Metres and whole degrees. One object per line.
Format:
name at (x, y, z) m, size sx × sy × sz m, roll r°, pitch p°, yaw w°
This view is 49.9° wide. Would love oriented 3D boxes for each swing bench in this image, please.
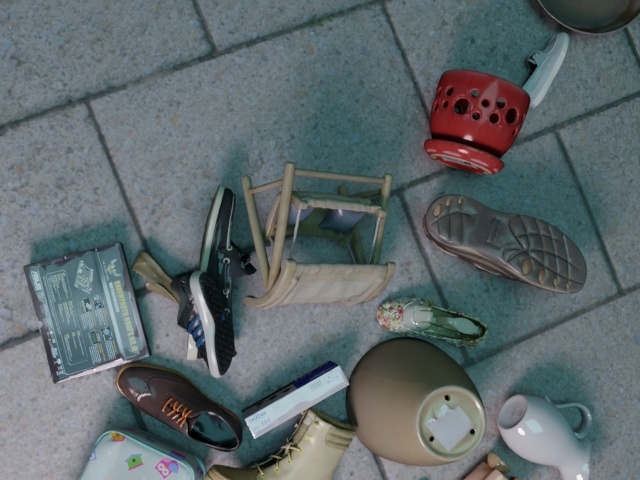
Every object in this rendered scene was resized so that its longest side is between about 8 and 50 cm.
swing bench at (0.000, 0.000, 1.300) m, size 0.253 × 0.165 × 0.255 m, roll 1°, pitch 83°, yaw -37°

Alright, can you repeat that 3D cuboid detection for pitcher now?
pitcher at (0.477, 0.387, 1.431) m, size 0.207 × 0.125 × 0.178 m, roll 37°, pitch 60°, yaw -16°

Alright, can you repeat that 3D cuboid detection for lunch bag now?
lunch bag at (-0.342, 0.502, 1.254) m, size 0.223 × 0.108 × 0.279 m, roll 21°, pitch 83°, yaw 8°

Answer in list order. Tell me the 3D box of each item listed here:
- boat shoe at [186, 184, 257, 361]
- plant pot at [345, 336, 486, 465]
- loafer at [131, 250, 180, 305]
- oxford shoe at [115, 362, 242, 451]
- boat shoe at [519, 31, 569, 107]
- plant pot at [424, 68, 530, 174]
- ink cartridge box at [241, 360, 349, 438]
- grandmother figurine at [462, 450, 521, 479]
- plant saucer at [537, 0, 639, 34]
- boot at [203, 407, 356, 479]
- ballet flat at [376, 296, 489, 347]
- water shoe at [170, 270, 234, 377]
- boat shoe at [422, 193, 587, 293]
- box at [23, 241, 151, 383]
boat shoe at (-0.181, 0.068, 1.327) m, size 0.112 × 0.127 × 0.340 m, roll 9°, pitch 86°, yaw -10°
plant pot at (0.201, 0.321, 1.299) m, size 0.256 × 0.274 × 0.257 m, roll 1°, pitch 86°, yaw -10°
loafer at (-0.311, 0.086, 1.341) m, size 0.050 × 0.056 × 0.148 m, roll -43°, pitch 83°, yaw -9°
oxford shoe at (-0.263, 0.314, 1.305) m, size 0.271 × 0.098 × 0.097 m, roll 29°, pitch 82°, yaw -8°
boat shoe at (0.483, -0.383, 1.513) m, size 0.063 × 0.066 × 0.184 m, roll 27°, pitch 91°, yaw -8°
plant pot at (0.313, -0.235, 1.410) m, size 0.191 × 0.191 × 0.174 m, roll 18°, pitch 92°, yaw -8°
ink cartridge box at (-0.051, 0.307, 1.346) m, size 0.207 × 0.097 × 0.046 m, roll -27°, pitch 91°, yaw -11°
grandmother figurine at (0.257, 0.579, 1.375) m, size 0.342 × 0.104 × 0.208 m, roll -42°, pitch 63°, yaw -12°
plant saucer at (0.599, -0.608, 1.553) m, size 0.310 × 0.050 × 0.311 m, roll 1°, pitch 85°, yaw -10°
boot at (-0.071, 0.407, 1.300) m, size 0.261 × 0.095 × 0.204 m, roll 24°, pitch 92°, yaw -24°
ballet flat at (0.238, 0.163, 1.417) m, size 0.240 × 0.077 × 0.091 m, roll 11°, pitch 77°, yaw -9°
water shoe at (-0.215, 0.151, 1.250) m, size 0.080 × 0.073 × 0.203 m, roll -4°, pitch 103°, yaw 25°
boat shoe at (0.378, 0.008, 1.429) m, size 0.355 × 0.130 × 0.132 m, roll 26°, pitch 78°, yaw -1°
box at (-0.441, 0.135, 1.311) m, size 0.182 × 0.056 × 0.231 m, roll -16°, pitch 89°, yaw -12°
